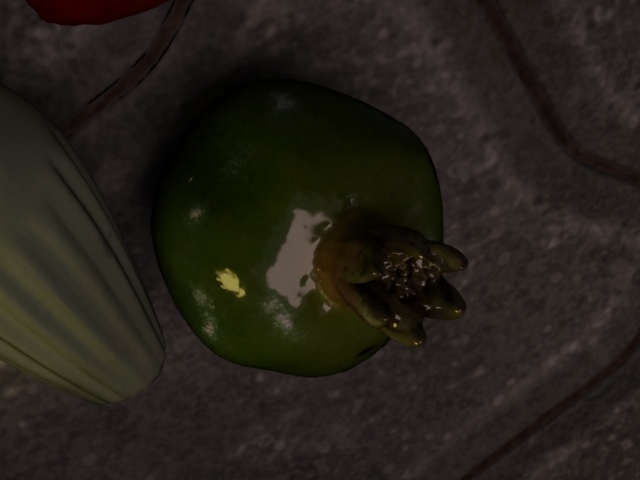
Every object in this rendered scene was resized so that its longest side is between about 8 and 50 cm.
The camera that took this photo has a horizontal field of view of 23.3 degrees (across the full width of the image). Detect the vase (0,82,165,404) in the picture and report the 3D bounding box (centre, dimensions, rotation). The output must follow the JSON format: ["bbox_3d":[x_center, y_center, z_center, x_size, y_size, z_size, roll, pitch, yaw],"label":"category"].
[{"bbox_3d":[-0.173,0.013,0.909,0.128,0.128,0.248,-37,138,-3],"label":"vase"}]

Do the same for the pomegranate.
[{"bbox_3d":[0.001,0.001,0.920,0.187,0.225,0.187,-8,108,-26],"label":"pomegranate"}]

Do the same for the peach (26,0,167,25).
[{"bbox_3d":[-0.104,-0.202,0.774,0.197,0.197,0.197,-13,124,-20],"label":"peach"}]
